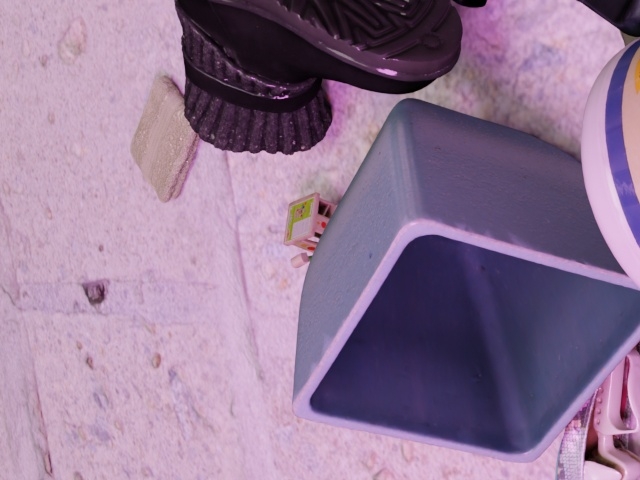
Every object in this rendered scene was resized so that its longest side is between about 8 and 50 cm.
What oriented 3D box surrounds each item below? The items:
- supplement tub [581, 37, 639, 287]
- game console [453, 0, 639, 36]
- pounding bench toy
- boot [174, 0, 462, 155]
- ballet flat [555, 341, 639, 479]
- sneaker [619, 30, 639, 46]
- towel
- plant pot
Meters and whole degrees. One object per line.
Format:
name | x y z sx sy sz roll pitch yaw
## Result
supplement tub | 0.366 -0.079 0.810 0.316 0.228 0.228 -20 85 48
game console | 0.189 -0.278 1.026 0.361 0.044 0.213 53 136 46
pounding bench toy | 0.000 0.000 1.336 0.052 0.065 0.083 -21 54 49
boot | -0.009 -0.176 1.225 0.348 0.131 0.260 29 147 26
ballet flat | 0.266 0.174 1.102 0.079 0.077 0.221 18 110 51
sneaker | 0.270 -0.224 1.005 0.086 0.064 0.192 19 112 50
towel | -0.206 -0.132 1.571 0.110 0.027 0.148 50 132 25
plant pot | 0.124 0.012 1.082 0.252 0.247 0.248 -95 27 -47
